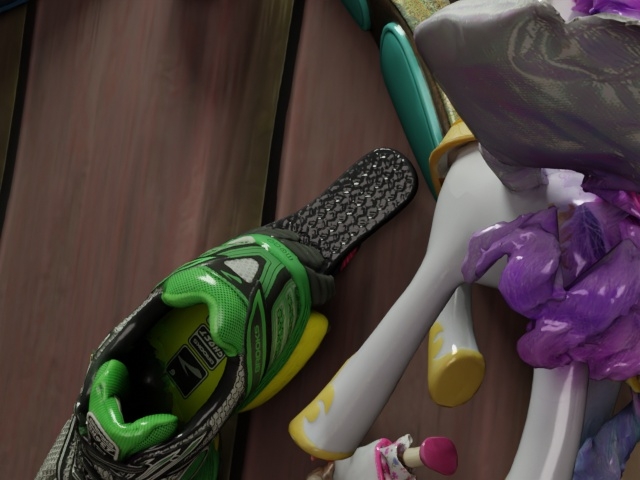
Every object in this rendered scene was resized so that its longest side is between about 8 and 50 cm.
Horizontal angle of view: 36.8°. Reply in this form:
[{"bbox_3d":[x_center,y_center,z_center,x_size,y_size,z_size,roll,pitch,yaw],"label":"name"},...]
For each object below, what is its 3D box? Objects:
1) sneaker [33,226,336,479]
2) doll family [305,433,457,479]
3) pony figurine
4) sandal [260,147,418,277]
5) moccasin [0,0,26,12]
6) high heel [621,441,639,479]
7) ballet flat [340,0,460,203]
[{"bbox_3d":[-0.137,0.132,0.683,0.134,0.146,0.343,39,110,18],"label":"sneaker"},{"bbox_3d":[0.019,0.252,0.632,0.163,0.118,0.263,-24,74,41],"label":"doll family"},{"bbox_3d":[0.128,-0.004,0.470,0.351,0.302,0.364,35,112,60],"label":"pony figurine"},{"bbox_3d":[0.000,0.000,0.730,0.179,0.040,0.067,-36,74,6],"label":"sandal"},{"bbox_3d":[-0.315,-0.251,0.820,0.342,0.117,0.138,-34,74,10],"label":"moccasin"},{"bbox_3d":[0.175,0.161,0.573,0.261,0.186,0.093,-39,77,9],"label":"high heel"},{"bbox_3d":[0.078,-0.163,0.695,0.123,0.123,0.349,-29,75,11],"label":"ballet flat"}]
